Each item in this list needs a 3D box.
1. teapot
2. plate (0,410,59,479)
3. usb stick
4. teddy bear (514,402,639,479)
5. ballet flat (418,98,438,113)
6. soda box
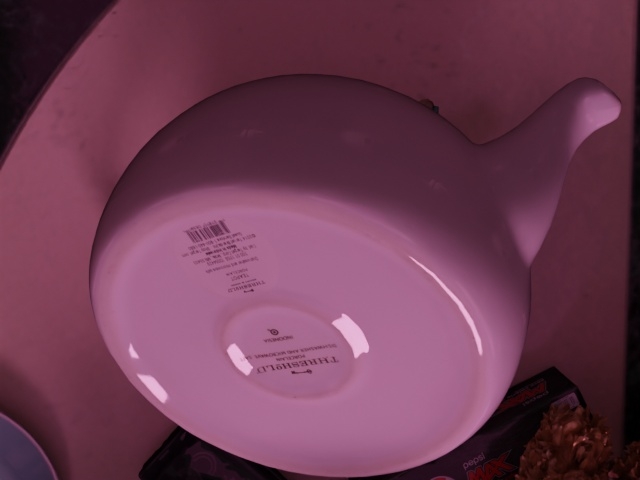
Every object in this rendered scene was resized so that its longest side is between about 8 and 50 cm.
[{"bbox_3d":[0.000,0.000,0.586,0.256,0.187,0.252,20,133,-2],"label":"teapot"},{"bbox_3d":[-0.269,0.195,0.711,0.188,0.024,0.188,0,96,-3],"label":"plate"},{"bbox_3d":[-0.004,0.232,0.713,0.278,0.045,0.077,42,100,-6],"label":"usb stick"},{"bbox_3d":[0.203,0.198,0.640,0.245,0.113,0.338,26,114,-19],"label":"teddy bear"},{"bbox_3d":[0.039,-0.016,0.685,0.052,0.057,0.168,12,95,7],"label":"ballet flat"},{"bbox_3d":[0.105,0.152,0.700,0.169,0.060,0.053,-26,97,0],"label":"soda box"}]
